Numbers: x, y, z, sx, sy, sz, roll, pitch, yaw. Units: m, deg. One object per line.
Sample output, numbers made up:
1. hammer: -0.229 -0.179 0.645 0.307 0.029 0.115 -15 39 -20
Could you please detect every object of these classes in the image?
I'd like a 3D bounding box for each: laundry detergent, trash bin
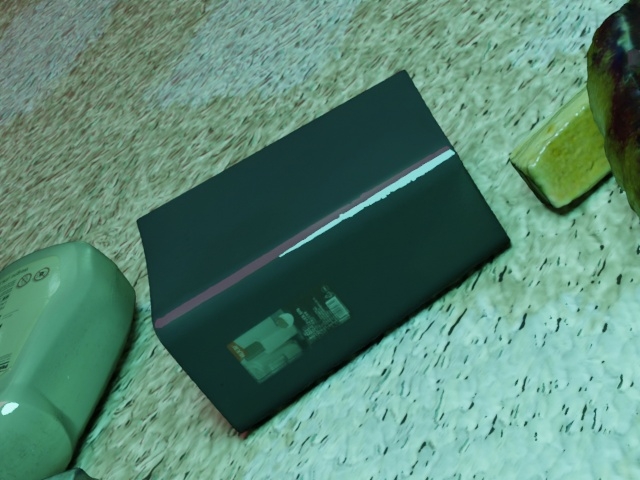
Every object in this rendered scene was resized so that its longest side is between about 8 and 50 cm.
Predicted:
1. laundry detergent: -0.244 0.123 1.136 0.181 0.091 0.253 -20 35 32
2. trash bin: 0.000 0.000 1.020 0.225 0.115 0.165 -32 30 6

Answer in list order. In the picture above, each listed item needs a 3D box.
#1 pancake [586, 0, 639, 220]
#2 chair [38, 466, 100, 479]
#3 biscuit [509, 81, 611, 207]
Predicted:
1. pancake: 0.313 -0.071 0.761 0.305 0.067 0.427 -39 38 9
2. chair: -0.107 0.214 0.811 0.270 0.147 0.136 -21 34 31
3. biscuit: 0.205 -0.099 0.977 0.188 0.052 0.056 -42 18 -6
